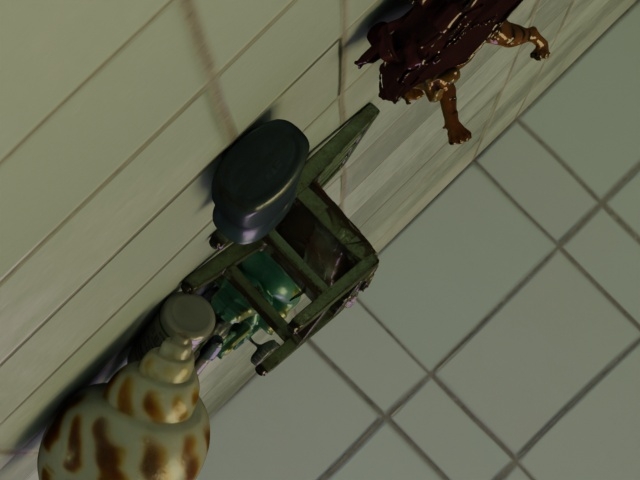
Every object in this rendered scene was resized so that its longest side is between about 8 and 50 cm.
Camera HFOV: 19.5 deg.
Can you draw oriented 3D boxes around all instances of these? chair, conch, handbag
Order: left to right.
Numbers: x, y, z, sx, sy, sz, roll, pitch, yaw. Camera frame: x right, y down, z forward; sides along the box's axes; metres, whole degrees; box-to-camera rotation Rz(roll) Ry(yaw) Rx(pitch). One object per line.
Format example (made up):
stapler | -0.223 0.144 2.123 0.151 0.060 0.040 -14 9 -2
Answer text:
conch | -0.209 0.212 2.004 0.275 0.149 0.183 -40 -141 12
chair | 0.000 0.000 2.002 0.270 0.147 0.136 -39 172 -33
handbag | 0.134 -0.228 1.666 0.203 0.074 0.216 -48 172 29

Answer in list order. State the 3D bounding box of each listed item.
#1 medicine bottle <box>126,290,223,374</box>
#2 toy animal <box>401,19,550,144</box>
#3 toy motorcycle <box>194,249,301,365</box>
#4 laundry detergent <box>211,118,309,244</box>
medicine bottle | -0.168 0.135 2.079 0.221 0.092 0.061 129 -36 -50
toy animal | 0.152 -0.211 1.905 0.255 0.114 0.116 -46 145 -36
toy motorcycle | -0.049 0.045 2.188 0.296 0.109 0.198 -40 171 -47
laundry detergent | -0.055 -0.048 1.679 0.097 0.061 0.206 -52 177 -9
